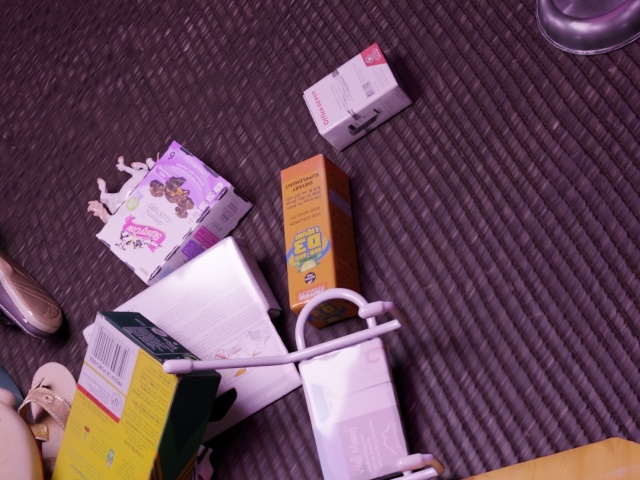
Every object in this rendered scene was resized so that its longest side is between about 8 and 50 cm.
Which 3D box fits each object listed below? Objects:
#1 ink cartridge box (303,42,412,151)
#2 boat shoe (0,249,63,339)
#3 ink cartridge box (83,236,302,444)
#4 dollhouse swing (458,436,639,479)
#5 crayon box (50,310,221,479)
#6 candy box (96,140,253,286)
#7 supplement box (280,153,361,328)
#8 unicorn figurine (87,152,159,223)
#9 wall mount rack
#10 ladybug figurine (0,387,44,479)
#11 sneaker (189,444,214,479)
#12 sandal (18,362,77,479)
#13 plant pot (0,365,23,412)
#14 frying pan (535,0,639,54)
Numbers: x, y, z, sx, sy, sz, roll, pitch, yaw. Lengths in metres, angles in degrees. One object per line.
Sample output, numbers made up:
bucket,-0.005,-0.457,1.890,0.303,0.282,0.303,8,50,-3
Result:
ink cartridge box,0.054,-0.211,1.910,0.135,0.056,0.099,-33,50,13
boat shoe,-0.505,0.095,2.081,0.092,0.103,0.285,-54,44,2
ink cartridge box,-0.175,0.164,1.844,0.275,0.060,0.239,-32,75,14
dollhouse swing,0.258,0.433,1.391,0.347,0.305,0.315,-21,95,22
crayon box,-0.264,0.280,1.762,0.202,0.081,0.318,32,109,41
candy box,-0.226,-0.031,1.982,0.196,0.070,0.165,-51,48,-3
supplement box,0.000,0.000,1.808,0.078,0.080,0.233,-21,57,24
unicorn figurine,-0.304,-0.091,2.087,0.111,0.060,0.162,43,107,41
wall mount rack,-0.018,0.222,1.603,0.304,0.130,0.350,-19,66,12
ladybug figurine,-0.533,0.416,1.830,0.305,0.162,0.449,30,90,21
sneaker,-0.162,0.328,1.748,0.040,0.043,0.109,-21,68,55
sandal,-0.411,0.265,1.925,0.088,0.079,0.240,-31,50,15
plant pot,-0.593,0.232,2.018,0.234,0.165,0.166,25,79,35
frying pan,0.357,-0.387,1.823,0.197,0.053,0.326,-42,52,5
